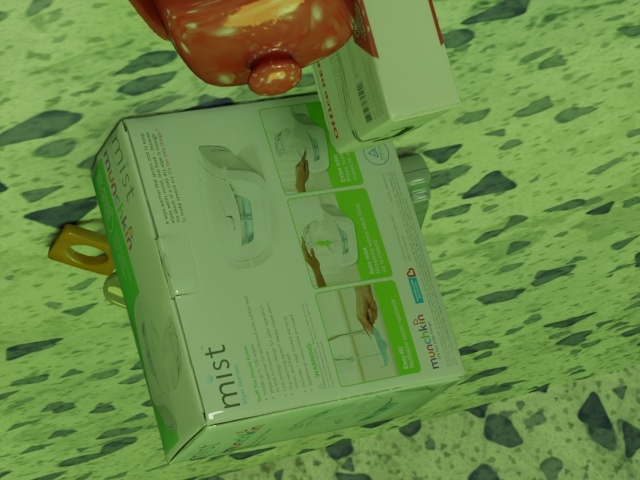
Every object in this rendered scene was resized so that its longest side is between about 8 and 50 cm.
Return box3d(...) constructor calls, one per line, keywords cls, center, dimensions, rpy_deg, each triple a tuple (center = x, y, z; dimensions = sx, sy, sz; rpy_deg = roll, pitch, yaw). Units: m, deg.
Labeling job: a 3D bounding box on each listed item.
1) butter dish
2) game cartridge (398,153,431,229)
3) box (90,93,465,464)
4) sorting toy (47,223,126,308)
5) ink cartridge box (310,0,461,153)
box3d(cls="butter dish", center=(-0.041, -0.147, 1.211), dimensions=(0.160, 0.118, 0.160), rpy_deg=(-19, 157, 6))
box3d(cls="game cartridge", center=(0.000, 0.000, 1.882), dimensions=(0.196, 0.060, 0.294), rpy_deg=(-18, 164, -9))
box3d(cls="box", center=(-0.038, 0.025, 1.550), dimensions=(0.231, 0.262, 0.127), rpy_deg=(-10, 163, -23))
box3d(cls="sorting toy", center=(-0.084, 0.036, 1.780), dimensions=(0.347, 0.047, 0.196), rpy_deg=(24, 149, -27))
box3d(cls="ink cartridge box", center=(0.043, -0.126, 1.375), dimensions=(0.056, 0.099, 0.135), rpy_deg=(-14, 177, -17))
